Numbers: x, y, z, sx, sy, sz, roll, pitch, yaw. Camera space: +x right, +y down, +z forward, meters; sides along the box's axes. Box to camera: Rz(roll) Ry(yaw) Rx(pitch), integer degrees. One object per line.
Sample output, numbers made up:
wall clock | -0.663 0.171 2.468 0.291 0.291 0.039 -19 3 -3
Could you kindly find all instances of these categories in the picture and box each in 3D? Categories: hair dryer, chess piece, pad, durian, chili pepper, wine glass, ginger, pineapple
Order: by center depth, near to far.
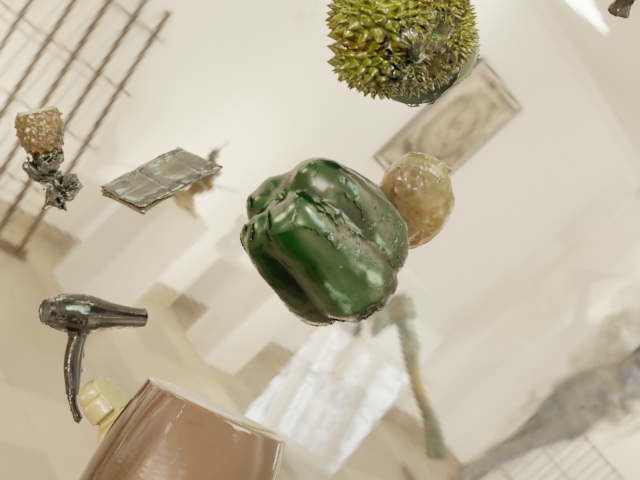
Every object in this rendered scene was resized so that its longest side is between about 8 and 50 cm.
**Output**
chess piece | -0.253 0.384 1.814 0.397 0.117 0.117 52 8 9
chili pepper | 0.000 0.000 1.870 0.256 0.248 0.233 43 34 -31
durian | 0.127 -0.361 1.921 0.224 0.291 0.291 52 9 24
hair dryer | -0.393 0.202 1.928 0.195 0.219 0.075 10 -7 -39
ginger | 0.119 -0.057 2.289 0.244 0.304 0.155 89 -19 -61
wine glass | 0.227 -0.397 2.429 0.190 0.190 0.357 47 22 0
pad | -0.355 -0.138 2.513 0.174 0.233 0.022 26 -43 42
pineapple | -0.608 -0.179 2.532 0.111 0.119 0.237 -34 115 -66

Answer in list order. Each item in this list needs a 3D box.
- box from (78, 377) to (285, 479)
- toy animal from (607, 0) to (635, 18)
box | -0.192 0.335 1.608 0.301 0.216 0.301 25 -4 2
toy animal | 0.452 -0.375 1.559 0.114 0.146 0.245 -4 43 -18
